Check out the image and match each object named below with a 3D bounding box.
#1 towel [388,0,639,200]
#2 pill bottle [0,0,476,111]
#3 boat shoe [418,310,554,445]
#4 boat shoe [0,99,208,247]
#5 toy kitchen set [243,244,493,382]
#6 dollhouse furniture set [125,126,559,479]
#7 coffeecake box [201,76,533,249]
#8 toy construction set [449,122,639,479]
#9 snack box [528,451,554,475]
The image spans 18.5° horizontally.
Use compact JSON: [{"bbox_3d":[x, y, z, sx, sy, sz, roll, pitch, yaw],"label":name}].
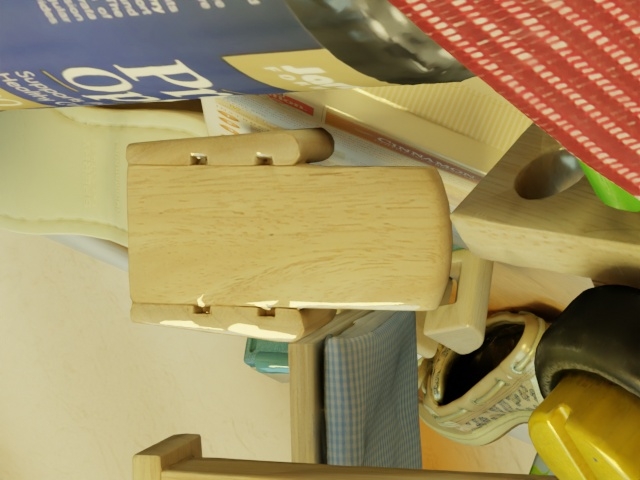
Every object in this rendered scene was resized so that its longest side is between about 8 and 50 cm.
[{"bbox_3d":[0.044,-0.105,0.226,0.329,0.037,0.237,38,151,-28],"label":"towel"},{"bbox_3d":[-0.012,-0.094,0.443,0.219,0.123,0.123,0,160,38],"label":"pill bottle"},{"bbox_3d":[0.134,0.096,1.550,0.089,0.105,0.285,30,161,-17],"label":"boat shoe"},{"bbox_3d":[-0.127,-0.054,1.187,0.305,0.109,0.091,16,-163,41],"label":"boat shoe"},{"bbox_3d":[0.000,0.000,1.305,0.207,0.122,0.166,-13,148,42],"label":"toy kitchen set"},{"bbox_3d":[0.065,0.089,0.864,0.198,0.286,0.303,1,-174,17],"label":"dollhouse furniture set"},{"bbox_3d":[0.026,-0.061,0.831,0.142,0.068,0.185,23,173,2],"label":"coffeecake box"},{"bbox_3d":[0.144,-0.007,0.528,0.237,0.257,0.309,47,-176,-28],"label":"toy construction set"},{"bbox_3d":[0.174,0.068,0.901,0.070,0.174,0.207,22,173,-9],"label":"snack box"}]
